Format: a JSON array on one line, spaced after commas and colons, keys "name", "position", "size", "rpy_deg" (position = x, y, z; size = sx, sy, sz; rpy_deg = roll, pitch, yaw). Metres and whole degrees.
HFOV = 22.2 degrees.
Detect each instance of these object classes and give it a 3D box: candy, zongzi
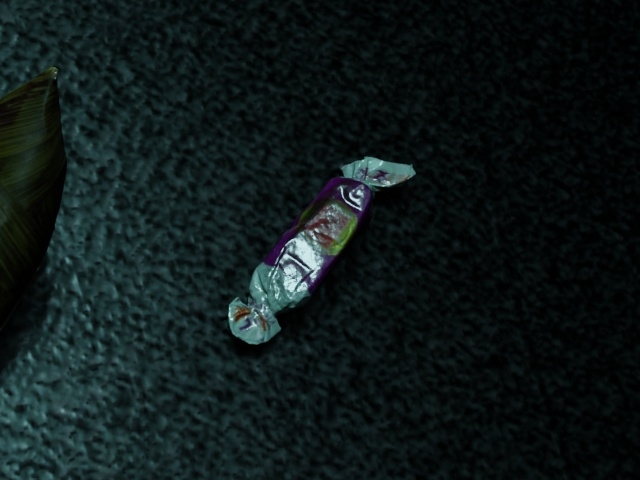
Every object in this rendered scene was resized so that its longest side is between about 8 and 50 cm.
[{"name": "candy", "position": [0.000, 0.000, 1.045], "size": [0.045, 0.043, 0.175], "rpy_deg": [33, 63, 10]}, {"name": "zongzi", "position": [-0.201, 0.013, 0.900], "size": [0.084, 0.184, 0.187], "rpy_deg": [26, 63, -9]}]
